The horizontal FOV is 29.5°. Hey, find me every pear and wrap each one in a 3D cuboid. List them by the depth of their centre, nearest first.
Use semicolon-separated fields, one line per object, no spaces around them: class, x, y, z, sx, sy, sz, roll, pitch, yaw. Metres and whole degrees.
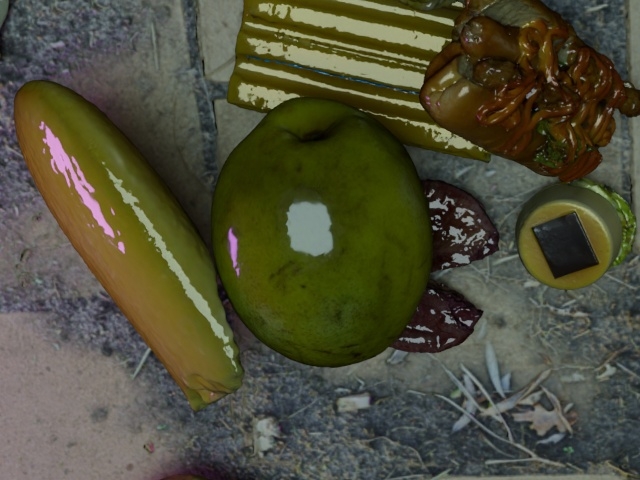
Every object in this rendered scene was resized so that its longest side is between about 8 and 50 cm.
pear;0.000;0.000;1.339;0.252;0.253;0.307;10;128;7

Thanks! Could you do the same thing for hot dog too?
hot dog;0.233;-0.150;1.272;0.117;0.348;0.158;29;95;35

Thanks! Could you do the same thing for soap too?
soap;0.068;-0.223;1.399;0.324;0.096;0.204;14;107;5
soap;-0.218;-0.003;1.415;0.115;0.306;0.427;-36;91;-15

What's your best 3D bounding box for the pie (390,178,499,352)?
pie;0.116;0.027;1.480;0.204;0.054;0.219;26;109;2

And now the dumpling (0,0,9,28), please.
dumpling;-0.454;-0.259;1.473;0.151;0.124;0.229;20;102;-36

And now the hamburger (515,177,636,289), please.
hamburger;0.298;-0.009;1.425;0.141;0.081;0.126;-40;93;29

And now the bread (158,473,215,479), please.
bread;-0.162;0.409;1.584;0.244;0.134;0.245;3;108;10

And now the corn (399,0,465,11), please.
corn;0.066;-0.365;1.294;0.130;0.130;0.347;-47;61;17
